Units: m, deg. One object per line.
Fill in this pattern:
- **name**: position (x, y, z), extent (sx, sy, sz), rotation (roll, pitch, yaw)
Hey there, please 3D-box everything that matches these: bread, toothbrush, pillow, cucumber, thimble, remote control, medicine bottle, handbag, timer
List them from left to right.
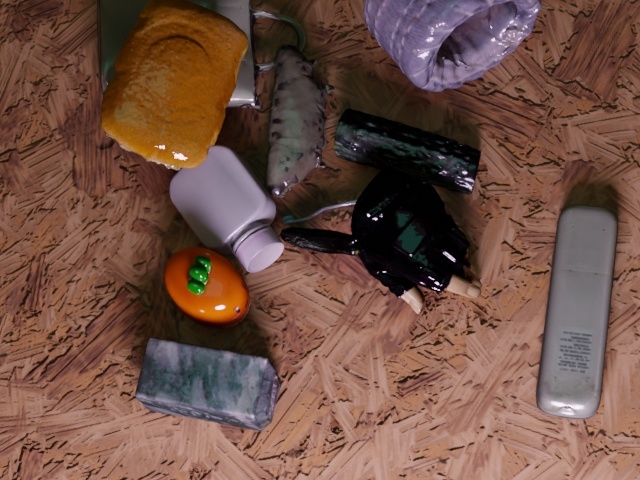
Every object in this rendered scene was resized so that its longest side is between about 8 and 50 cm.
- **bread**: position (-0.210, -0.218, 1.886), extent (0.174, 0.121, 0.245), rotation (20, 69, -2)
- **handbag**: position (-0.180, -0.306, 2.014), extent (0.315, 0.109, 0.241), rotation (-5, 68, 1)
- **timer**: position (-0.159, 0.059, 1.850), extent (0.136, 0.136, 0.099), rotation (24, 67, 16)
- **medicine bottle**: position (-0.129, -0.042, 1.911), extent (0.119, 0.069, 0.183), rotation (-40, 67, 5)
- **pillow**: position (-0.030, -0.176, 1.962), extent (0.093, 0.051, 0.241), rotation (4, 73, 4)
- **cucumber**: position (-0.001, 0.000, 1.873), extent (0.135, 0.034, 0.033), rotation (9, 101, 45)
- **toothbrush**: position (0.009, -0.044, 1.930), extent (0.131, 0.011, 0.013), rotation (-15, 88, 0)
- **cucumber**: position (0.128, -0.134, 1.924), extent (0.211, 0.062, 0.078), rotation (15, 70, 13)
- **thimble**: position (0.187, -0.344, 1.926), extent (0.236, 0.205, 0.172), rotation (-32, 67, -5)
- **remote control**: position (0.352, 0.092, 1.817), extent (0.090, 0.038, 0.309), rotation (6, 68, 11)

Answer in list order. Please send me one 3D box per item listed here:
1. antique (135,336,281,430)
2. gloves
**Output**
- **antique**: position (-0.148, 0.197, 1.809), extent (0.183, 0.088, 0.086), rotation (9, 70, 11)
- **gloves**: position (0.141, 0.010, 1.843), extent (0.203, 0.124, 0.164), rotation (31, 93, 26)
